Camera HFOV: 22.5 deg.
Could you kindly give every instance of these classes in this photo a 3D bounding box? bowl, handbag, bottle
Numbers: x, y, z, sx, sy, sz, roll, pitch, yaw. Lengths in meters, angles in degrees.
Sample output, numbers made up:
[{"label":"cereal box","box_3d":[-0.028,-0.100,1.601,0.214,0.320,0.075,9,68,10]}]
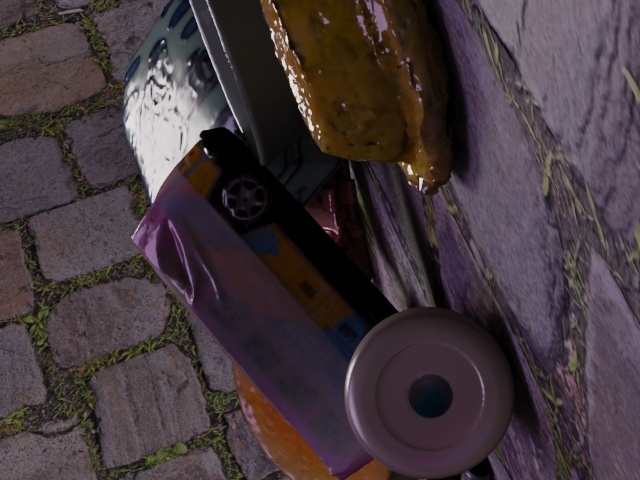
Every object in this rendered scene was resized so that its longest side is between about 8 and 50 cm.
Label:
[{"label":"bowl","box_3d":[-0.047,-0.235,1.635,0.289,0.146,0.289,159,90,-85]},{"label":"handbag","box_3d":[-0.012,-0.061,2.005,0.157,0.059,0.213,14,116,56]},{"label":"bottle","box_3d":[0.098,0.130,1.484,0.236,0.147,0.148,-28,-81,-87]}]

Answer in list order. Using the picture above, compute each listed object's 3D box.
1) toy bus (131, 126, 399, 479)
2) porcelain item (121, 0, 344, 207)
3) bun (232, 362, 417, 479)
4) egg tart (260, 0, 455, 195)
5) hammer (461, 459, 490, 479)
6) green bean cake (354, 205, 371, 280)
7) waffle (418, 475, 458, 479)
[{"label":"toy bus","box_3d":[-0.036,0.068,1.704,0.386,0.162,0.171,48,-175,1]},{"label":"porcelain item","box_3d":[-0.112,-0.152,1.933,0.281,0.157,0.286,-46,56,44]},{"label":"bun","box_3d":[0.040,0.173,1.973,0.299,0.164,0.299,27,133,34]},{"label":"egg tart","box_3d":[0.026,-0.164,1.330,0.288,0.118,0.288,157,90,-85]},{"label":"hammer","box_3d":[0.192,0.373,1.898,0.427,0.044,0.152,77,172,-45]},{"label":"green bean cake","box_3d":[0.000,0.000,2.185,0.109,0.085,0.179,38,154,38]},{"label":"waffle","box_3d":[0.132,0.288,2.138,0.282,0.058,0.301,85,166,-64]}]
